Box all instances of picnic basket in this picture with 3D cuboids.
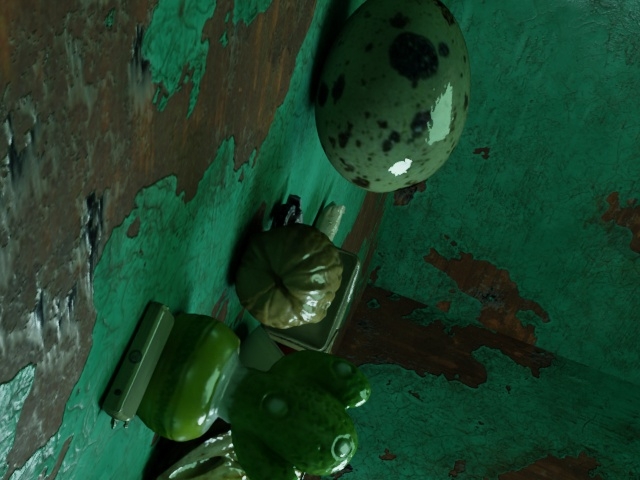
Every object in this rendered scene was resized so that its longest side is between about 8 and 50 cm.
[{"bbox_3d":[-0.020,0.132,1.945,0.139,0.165,0.266,77,33,-74],"label":"picnic basket"}]

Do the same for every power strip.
[{"bbox_3d":[-0.238,0.164,1.081,0.076,0.028,0.169,89,21,-69],"label":"power strip"}]

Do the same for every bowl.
[{"bbox_3d":[-0.098,0.321,1.702,0.145,0.277,0.277,-36,166,-6],"label":"bowl"}]

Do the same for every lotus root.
[{"bbox_3d":[-0.165,0.389,1.490,0.142,0.314,0.210,37,-55,55],"label":"lotus root"}]

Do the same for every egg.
[{"bbox_3d":[0.135,-0.273,1.538,0.287,0.288,0.379,-56,160,-58],"label":"egg"}]

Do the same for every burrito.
[{"bbox_3d":[0.000,0.000,2.116,0.087,0.060,0.226,98,15,-74],"label":"burrito"}]

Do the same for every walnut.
[{"bbox_3d":[-0.056,0.062,1.492,0.213,0.213,0.213,21,90,-82],"label":"walnut"}]

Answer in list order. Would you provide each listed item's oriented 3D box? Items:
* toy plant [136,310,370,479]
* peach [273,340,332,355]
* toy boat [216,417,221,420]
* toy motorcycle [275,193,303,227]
[{"bbox_3d":[-0.095,0.240,1.203,0.184,0.316,0.224,94,17,-66],"label":"toy plant"},{"bbox_3d":[-0.055,0.316,2.080,0.196,0.190,0.226,-52,-179,0],"label":"peach"},{"bbox_3d":[-0.232,0.487,1.698,0.129,0.088,0.295,83,28,-72],"label":"toy boat"},{"bbox_3d":[-0.054,-0.013,1.678,0.215,0.080,0.122,92,20,-53],"label":"toy motorcycle"}]
